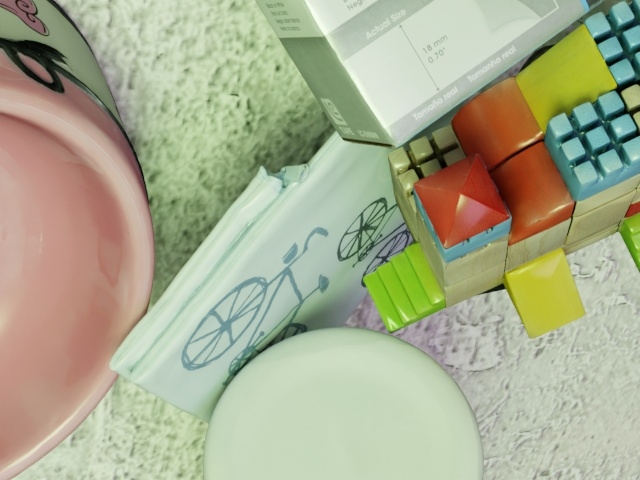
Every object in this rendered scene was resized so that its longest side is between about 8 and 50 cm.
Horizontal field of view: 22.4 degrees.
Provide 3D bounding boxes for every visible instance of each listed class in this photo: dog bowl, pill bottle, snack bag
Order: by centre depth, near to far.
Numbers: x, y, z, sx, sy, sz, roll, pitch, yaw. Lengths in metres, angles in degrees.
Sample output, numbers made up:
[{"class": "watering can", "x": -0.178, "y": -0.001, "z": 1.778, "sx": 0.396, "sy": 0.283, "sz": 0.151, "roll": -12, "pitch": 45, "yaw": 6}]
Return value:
[{"class": "dog bowl", "x": -0.290, "y": 0.016, "z": 1.060, "sx": 0.408, "sy": 0.150, "sz": 0.408, "roll": -20, "pitch": 131, "yaw": -24}, {"class": "snack bag", "x": 0.000, "y": 0.000, "z": 1.240, "sx": 0.342, "sy": 0.037, "sz": 0.323, "roll": -50, "pitch": 162, "yaw": -3}, {"class": "pill bottle", "x": 0.019, "y": 0.228, "z": 1.334, "sx": 0.210, "sy": 0.210, "sz": 0.363, "roll": -32, "pitch": 159, "yaw": -13}]

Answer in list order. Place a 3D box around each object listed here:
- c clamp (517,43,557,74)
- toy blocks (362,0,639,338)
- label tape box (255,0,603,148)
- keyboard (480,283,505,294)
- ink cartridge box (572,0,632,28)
[{"class": "c clamp", "x": 0.191, "y": -0.110, "z": 1.391, "sx": 0.160, "sy": 0.022, "sz": 0.137, "roll": -24, "pitch": 132, "yaw": -42}, {"class": "toy blocks", "x": 0.196, "y": -0.074, "z": 1.119, "sx": 0.381, "sy": 0.191, "sz": 0.261, "roll": -25, "pitch": 168, "yaw": -1}, {"class": "label tape box", "x": 0.039, "y": -0.261, "z": 1.020, "sx": 0.240, "sy": 0.106, "sz": 0.334, "roll": -36, "pitch": 106, "yaw": -10}, {"class": "keyboard", "x": 0.147, "y": 0.004, "z": 1.443, "sx": 0.180, "sy": 0.023, "sz": 0.108, "roll": -10, "pitch": 133, "yaw": -44}, {"class": "ink cartridge box", "x": 0.240, "y": -0.322, "z": 1.217, "sx": 0.211, "sy": 0.121, "sz": 0.289, "roll": -36, "pitch": 136, "yaw": -9}]
